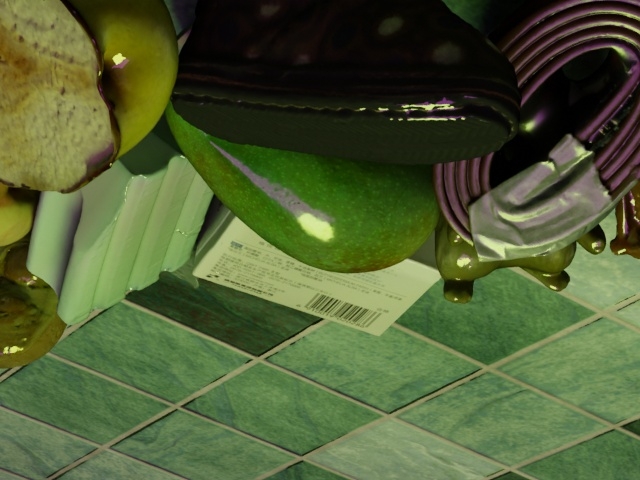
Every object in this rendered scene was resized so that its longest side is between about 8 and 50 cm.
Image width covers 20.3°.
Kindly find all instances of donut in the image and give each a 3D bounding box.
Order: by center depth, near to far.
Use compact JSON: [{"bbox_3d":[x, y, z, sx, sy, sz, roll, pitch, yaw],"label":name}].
[{"bbox_3d":[-0.465,0.068,2.441,0.261,0.208,0.128,13,165,21],"label":"donut"}]

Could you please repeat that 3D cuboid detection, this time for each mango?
[{"bbox_3d":[-0.023,-0.095,2.026,0.382,0.225,0.201,30,138,-28],"label":"mango"}]

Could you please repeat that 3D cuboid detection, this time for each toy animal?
[{"bbox_3d":[0.230,-0.068,2.041,0.181,0.180,0.363,-2,153,-8],"label":"toy animal"}]

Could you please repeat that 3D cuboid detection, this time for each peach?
[{"bbox_3d":[-0.428,-0.081,2.208,0.184,0.184,0.184,7,149,4],"label":"peach"}]

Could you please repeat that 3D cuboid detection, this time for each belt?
[{"bbox_3d":[0.252,-0.131,1.863,0.217,0.122,0.338,36,115,-4],"label":"belt"}]

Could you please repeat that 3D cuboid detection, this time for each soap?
[{"bbox_3d":[-0.238,-0.048,2.178,0.115,0.208,0.347,51,151,14],"label":"soap"}]

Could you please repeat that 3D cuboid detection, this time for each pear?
[{"bbox_3d":[-0.290,-0.232,1.857,0.386,0.191,0.340,19,134,34],"label":"pear"}]

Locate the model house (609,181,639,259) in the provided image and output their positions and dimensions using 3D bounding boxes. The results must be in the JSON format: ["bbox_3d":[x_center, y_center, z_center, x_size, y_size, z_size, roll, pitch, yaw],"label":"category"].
[{"bbox_3d":[0.463,-0.051,2.039,0.199,0.219,0.229,-23,171,-31],"label":"model house"}]

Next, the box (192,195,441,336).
[{"bbox_3d":[0.001,-0.002,2.278,0.274,0.116,0.203,18,148,-14],"label":"box"}]

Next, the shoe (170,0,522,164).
[{"bbox_3d":[0.038,-0.212,1.805,0.384,0.237,0.171,6,165,30],"label":"shoe"}]

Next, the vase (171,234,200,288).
[{"bbox_3d":[-0.225,0.006,2.400,0.149,0.081,0.081,18,148,-7],"label":"vase"}]
